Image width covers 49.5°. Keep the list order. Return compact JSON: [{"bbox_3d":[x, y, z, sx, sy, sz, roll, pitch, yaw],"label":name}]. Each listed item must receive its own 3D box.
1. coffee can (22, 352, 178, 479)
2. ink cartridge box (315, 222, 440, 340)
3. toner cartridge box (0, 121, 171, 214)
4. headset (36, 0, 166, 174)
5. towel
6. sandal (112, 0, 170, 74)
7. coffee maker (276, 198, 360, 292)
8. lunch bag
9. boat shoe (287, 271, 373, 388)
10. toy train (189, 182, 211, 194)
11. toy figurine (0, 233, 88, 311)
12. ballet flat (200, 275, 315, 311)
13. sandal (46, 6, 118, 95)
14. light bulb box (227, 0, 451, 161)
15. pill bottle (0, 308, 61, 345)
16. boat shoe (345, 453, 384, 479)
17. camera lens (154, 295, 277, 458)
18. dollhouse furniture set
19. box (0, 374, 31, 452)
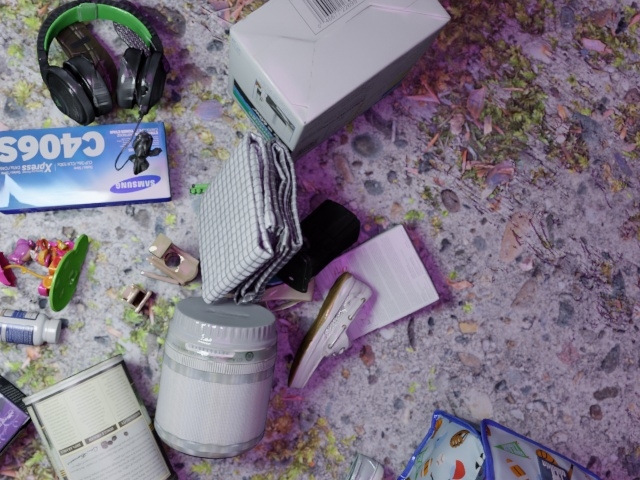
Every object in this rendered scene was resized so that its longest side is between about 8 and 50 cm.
[{"bbox_3d":[-0.425,0.387,1.349,0.201,0.201,0.275,-24,89,-11],"label":"coffee can"},{"bbox_3d":[0.123,0.094,1.557,0.232,0.066,0.189,-27,90,10],"label":"ink cartridge box"},{"bbox_3d":[-0.494,-0.152,1.449,0.347,0.075,0.165,-6,87,-10],"label":"toner cartridge box"},{"bbox_3d":[-0.411,-0.317,1.367,0.243,0.185,0.394,-16,77,-22],"label":"headset"},{"bbox_3d":[-0.137,-0.035,1.375,0.121,0.235,0.284,13,51,-33],"label":"towel"},{"bbox_3d":[-0.394,-0.435,1.515,0.067,0.040,0.179,-32,105,-6],"label":"sandal"},{"bbox_3d":[0.000,0.000,1.446,0.120,0.171,0.178,48,54,1],"label":"coffee maker"},{"bbox_3d":[0.383,0.511,1.385,0.327,0.385,0.239,29,81,-5],"label":"lunch bag"},{"bbox_3d":[0.025,0.207,1.490,0.096,0.098,0.277,31,87,-9],"label":"boat shoe"},{"bbox_3d":[-0.245,-0.114,1.518,0.083,0.017,0.024,-3,76,-10],"label":"toy train"},{"bbox_3d":[-0.581,0.043,1.410,0.159,0.130,0.173,15,61,1],"label":"toy figurine"},{"bbox_3d":[-0.130,0.118,1.491,0.248,0.086,0.086,-6,86,-11],"label":"ballet flat"},{"bbox_3d":[-0.506,-0.391,1.476,0.090,0.060,0.219,-36,90,-21],"label":"sandal"},{"bbox_3d":[0.016,-0.367,1.411,0.358,0.361,0.225,-37,90,-11],"label":"light bulb box"},{"bbox_3d":[-0.593,0.178,1.407,0.120,0.067,0.067,8,84,-9],"label":"pill bottle"},{"bbox_3d":[0.048,0.562,1.484,0.081,0.079,0.227,34,74,1],"label":"boat shoe"},{"bbox_3d":[-0.203,0.269,1.363,0.219,0.219,0.274,8,101,-9],"label":"camera lens"},{"bbox_3d":[-0.324,0.087,1.402,0.101,0.182,0.161,35,80,-5],"label":"dollhouse furniture set"},{"bbox_3d":[-0.685,0.332,1.357,0.207,0.108,0.153,40,81,-5],"label":"box"}]
